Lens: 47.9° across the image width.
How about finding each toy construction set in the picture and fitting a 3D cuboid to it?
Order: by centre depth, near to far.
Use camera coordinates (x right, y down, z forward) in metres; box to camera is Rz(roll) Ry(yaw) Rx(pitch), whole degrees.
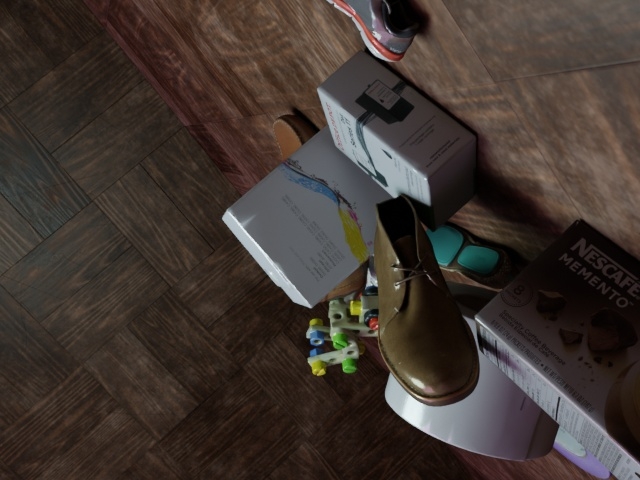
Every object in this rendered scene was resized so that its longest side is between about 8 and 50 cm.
[{"bbox_3d":[0.138,0.179,1.494,0.215,0.327,0.151,99,155,-48],"label":"toy construction set"}]

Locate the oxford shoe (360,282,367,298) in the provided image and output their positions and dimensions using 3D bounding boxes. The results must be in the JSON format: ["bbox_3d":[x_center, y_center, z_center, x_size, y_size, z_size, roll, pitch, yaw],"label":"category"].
[{"bbox_3d":[0.220,0.208,1.921,0.271,0.097,0.098,51,-168,15],"label":"oxford shoe"}]

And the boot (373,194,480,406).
[{"bbox_3d":[0.110,0.062,0.878,0.305,0.112,0.115,-101,-6,-50],"label":"boot"}]

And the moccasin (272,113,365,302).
[{"bbox_3d":[-0.032,-0.064,1.423,0.139,0.147,0.380,164,93,-68],"label":"moccasin"}]

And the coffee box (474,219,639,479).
[{"bbox_3d":[0.328,0.141,0.760,0.297,0.168,0.119,45,171,31],"label":"coffee box"}]

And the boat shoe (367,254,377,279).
[{"bbox_3d":[0.135,-0.004,1.382,0.096,0.098,0.277,18,156,27],"label":"boat shoe"}]

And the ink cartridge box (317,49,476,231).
[{"bbox_3d":[0.102,-0.131,0.957,0.208,0.087,0.153,45,171,26],"label":"ink cartridge box"}]

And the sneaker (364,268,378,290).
[{"bbox_3d":[0.150,0.106,1.667,0.110,0.118,0.292,46,170,29],"label":"sneaker"}]

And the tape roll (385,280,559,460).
[{"bbox_3d":[0.228,0.172,1.012,0.246,0.169,0.246,14,-169,-3],"label":"tape roll"}]

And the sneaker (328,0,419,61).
[{"bbox_3d":[0.052,-0.270,0.774,0.158,0.061,0.065,48,145,-3],"label":"sneaker"}]

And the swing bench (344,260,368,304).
[{"bbox_3d":[0.000,0.000,1.820,0.254,0.165,0.253,37,166,33],"label":"swing bench"}]

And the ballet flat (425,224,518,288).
[{"bbox_3d":[0.229,0.031,1.113,0.067,0.073,0.206,37,-179,-27],"label":"ballet flat"}]

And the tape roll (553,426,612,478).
[{"bbox_3d":[0.396,0.260,1.200,0.275,0.090,0.275,48,171,10],"label":"tape roll"}]

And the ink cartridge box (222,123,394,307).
[{"bbox_3d":[0.007,-0.053,1.161,0.197,0.270,0.198,50,171,-5],"label":"ink cartridge box"}]
